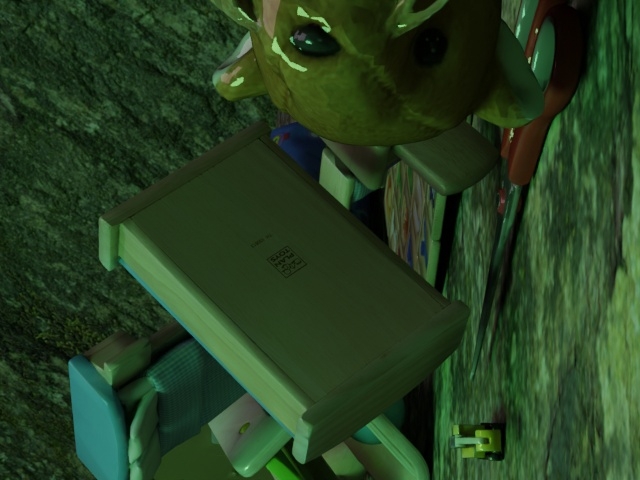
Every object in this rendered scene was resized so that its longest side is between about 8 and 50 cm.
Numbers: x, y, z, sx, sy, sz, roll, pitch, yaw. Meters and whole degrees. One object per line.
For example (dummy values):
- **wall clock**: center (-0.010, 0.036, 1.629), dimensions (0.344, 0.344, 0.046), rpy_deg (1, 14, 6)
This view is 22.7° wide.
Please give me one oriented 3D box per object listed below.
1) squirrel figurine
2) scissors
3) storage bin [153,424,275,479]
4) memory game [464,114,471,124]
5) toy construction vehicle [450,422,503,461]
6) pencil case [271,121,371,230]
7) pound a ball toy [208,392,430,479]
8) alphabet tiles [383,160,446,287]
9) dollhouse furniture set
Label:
- **squirrel figurine**: center (0.050, -0.244, 0.864), dimensions (0.397, 0.281, 0.370), rpy_deg (-50, -39, -74)
- **scissors**: center (0.121, -0.045, 0.988), dimensions (0.109, 0.021, 0.297), rpy_deg (-96, 10, -45)
- **storage bin**: center (-0.094, 0.274, 1.598), dimensions (0.260, 0.262, 0.123), rpy_deg (-94, 11, -54)
- **memory game**: center (0.106, -0.163, 1.211), dimensions (0.186, 0.012, 0.186), rpy_deg (-176, 90, -84)
- **toy construction vehicle**: center (0.095, 0.155, 0.989), dimensions (0.098, 0.035, 0.086), rpy_deg (142, 132, -82)
- **pencil case**: center (0.000, 0.000, 1.592), dimensions (0.119, 0.133, 0.306), rpy_deg (-41, 28, 23)
- **pound a ball toy**: center (0.013, 0.170, 1.368), dimensions (0.136, 0.208, 0.319), rpy_deg (-43, 17, -2)
- **alphabet tiles**: center (0.078, -0.079, 1.348), dimensions (0.342, 0.011, 0.285), rpy_deg (-93, 6, -52)
- **dollhouse furniture set**: center (-0.004, 0.080, 1.126), dimensions (0.198, 0.286, 0.303), rpy_deg (44, 150, 23)
